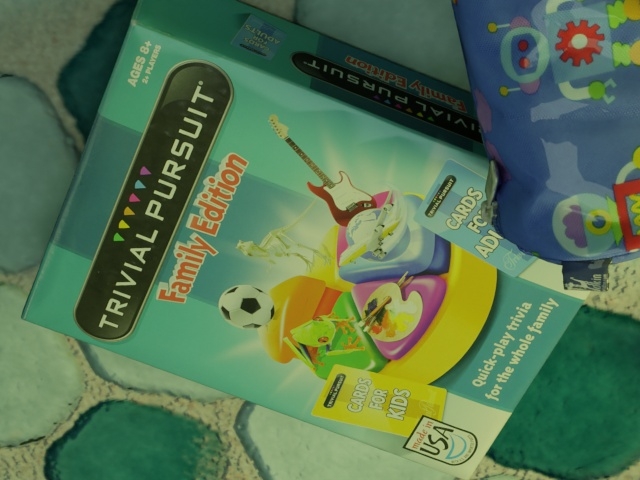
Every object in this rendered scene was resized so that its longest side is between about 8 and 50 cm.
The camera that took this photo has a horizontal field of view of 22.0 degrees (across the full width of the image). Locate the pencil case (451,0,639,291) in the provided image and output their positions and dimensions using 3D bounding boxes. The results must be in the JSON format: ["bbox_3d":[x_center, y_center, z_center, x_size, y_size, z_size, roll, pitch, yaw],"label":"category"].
[{"bbox_3d":[0.128,-0.131,0.916,0.133,0.119,0.306,-16,107,3],"label":"pencil case"}]

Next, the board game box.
[{"bbox_3d":[0.000,0.000,1.093,0.336,0.079,0.254,20,125,-8],"label":"board game box"}]
